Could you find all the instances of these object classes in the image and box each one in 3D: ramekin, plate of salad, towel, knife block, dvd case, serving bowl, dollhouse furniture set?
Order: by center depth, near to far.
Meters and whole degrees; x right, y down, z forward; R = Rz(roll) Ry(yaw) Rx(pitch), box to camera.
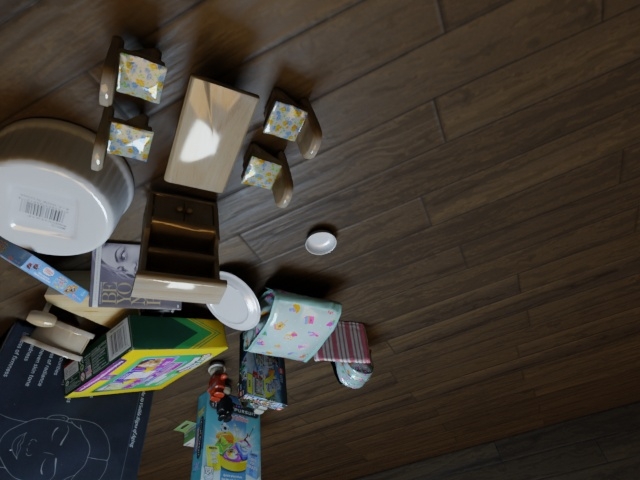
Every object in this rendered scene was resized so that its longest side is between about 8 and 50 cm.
[{"bbox_3d":[-0.233,-0.101,0.780,0.363,0.256,0.394,10,132,-27],"label":"dollhouse furniture set"},{"bbox_3d":[-0.546,-0.096,0.843,0.278,0.135,0.277,-5,134,-5],"label":"ramekin"},{"bbox_3d":[-0.466,0.092,1.046,0.222,0.018,0.164,4,90,-12],"label":"dvd case"},{"bbox_3d":[-0.533,0.130,1.096,0.242,0.088,0.276,-34,129,21],"label":"knife block"},{"bbox_3d":[0.000,0.000,1.099,0.084,0.027,0.083,-5,135,-5],"label":"serving bowl"},{"bbox_3d":[-0.252,0.170,1.170,0.200,0.048,0.199,12,121,21],"label":"plate of salad"},{"bbox_3d":[0.065,0.337,1.354,0.197,0.144,0.029,7,137,-16],"label":"towel"}]

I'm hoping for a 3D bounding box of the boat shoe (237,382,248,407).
[{"bbox_3d":[-0.302,0.616,1.627,0.056,0.049,0.152,-4,133,-3],"label":"boat shoe"}]

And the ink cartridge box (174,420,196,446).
[{"bbox_3d":[-0.540,0.878,1.832,0.209,0.062,0.109,31,123,-32],"label":"ink cartridge box"}]

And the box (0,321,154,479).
[{"bbox_3d":[-0.802,0.576,1.209,0.297,0.479,0.472,-37,128,26],"label":"box"}]

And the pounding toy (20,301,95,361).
[{"bbox_3d":[-0.697,0.232,1.125,0.154,0.154,0.270,29,157,-18],"label":"pounding toy"}]

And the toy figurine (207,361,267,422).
[{"bbox_3d":[-0.295,0.530,1.480,0.210,0.148,0.212,-11,126,-7],"label":"toy figurine"}]

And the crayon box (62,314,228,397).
[{"bbox_3d":[-0.517,0.348,1.222,0.363,0.106,0.313,-34,151,26],"label":"crayon box"}]

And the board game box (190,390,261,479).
[{"bbox_3d":[-0.354,0.775,1.573,0.254,0.335,0.079,30,123,-32],"label":"board game box"}]

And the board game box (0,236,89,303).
[{"bbox_3d":[-0.662,0.062,0.946,0.160,0.039,0.211,25,156,16],"label":"board game box"}]

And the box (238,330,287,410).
[{"bbox_3d":[-0.187,0.417,1.326,0.159,0.233,0.044,32,120,-32],"label":"box"}]

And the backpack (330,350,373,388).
[{"bbox_3d":[0.109,0.410,1.405,0.152,0.181,0.115,8,132,-15],"label":"backpack"}]

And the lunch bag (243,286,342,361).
[{"bbox_3d":[-0.086,0.237,1.226,0.224,0.160,0.262,16,135,-22],"label":"lunch bag"}]
